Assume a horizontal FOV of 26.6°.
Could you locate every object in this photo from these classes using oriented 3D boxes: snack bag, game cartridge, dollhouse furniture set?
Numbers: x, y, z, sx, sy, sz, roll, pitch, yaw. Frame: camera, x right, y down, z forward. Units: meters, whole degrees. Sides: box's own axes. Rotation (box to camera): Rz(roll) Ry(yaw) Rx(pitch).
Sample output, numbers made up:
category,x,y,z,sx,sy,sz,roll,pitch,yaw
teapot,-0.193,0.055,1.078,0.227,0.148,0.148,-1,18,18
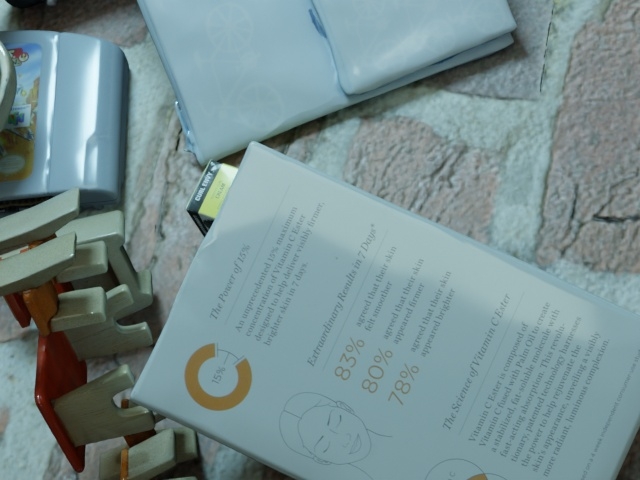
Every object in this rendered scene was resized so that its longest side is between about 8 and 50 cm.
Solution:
category,x,y,z,sx,sy,sz,roll,pitch,yaw
snack bag,-0.024,-0.277,1.285,0.343,0.037,0.323,-21,97,0
game cartridge,-0.341,-0.114,1.350,0.297,0.062,0.198,-6,68,8
dollhouse furniture set,-0.214,0.087,1.138,0.135,0.262,0.259,-20,30,3

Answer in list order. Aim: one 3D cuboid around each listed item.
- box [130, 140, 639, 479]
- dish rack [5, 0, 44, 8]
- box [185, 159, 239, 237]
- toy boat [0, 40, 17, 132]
category,x,y,z,sx,sy,sz,roll,pitch,yaw
box,0.065,0.097,1.048,0.345,0.168,0.215,25,89,7
dish rack,-0.281,-0.384,1.454,0.208,0.074,0.271,-20,63,0
box,0.000,0.000,1.216,0.232,0.087,0.058,19,72,17
toy boat,-0.393,-0.217,1.275,0.267,0.148,0.318,21,83,20
